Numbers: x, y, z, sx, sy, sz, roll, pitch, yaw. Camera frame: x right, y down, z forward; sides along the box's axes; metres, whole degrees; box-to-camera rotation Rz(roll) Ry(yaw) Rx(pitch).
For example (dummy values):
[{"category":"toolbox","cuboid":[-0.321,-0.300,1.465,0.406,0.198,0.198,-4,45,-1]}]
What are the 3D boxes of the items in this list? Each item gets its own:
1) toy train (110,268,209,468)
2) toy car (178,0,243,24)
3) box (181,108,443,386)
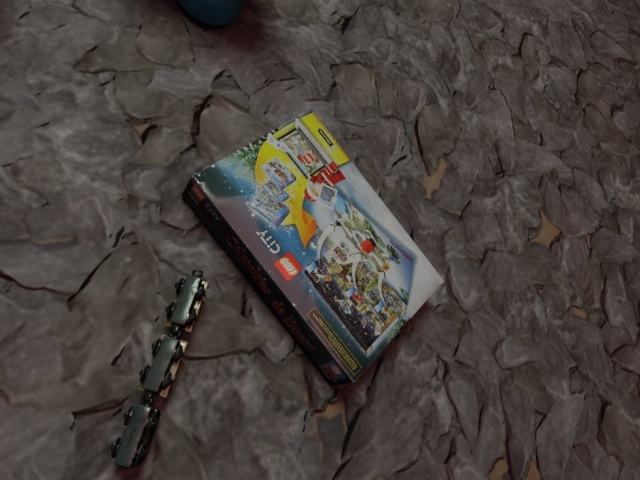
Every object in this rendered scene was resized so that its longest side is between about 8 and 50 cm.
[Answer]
[{"category":"toy train","cuboid":[-0.123,0.097,0.397,0.027,0.036,0.159,14,65,2]},{"category":"toy car","cuboid":[-0.108,-0.396,0.487,0.210,0.219,0.238,24,59,-18]},{"category":"box","cuboid":[0.000,0.000,0.493,0.159,0.044,0.233,-39,91,-33]}]
